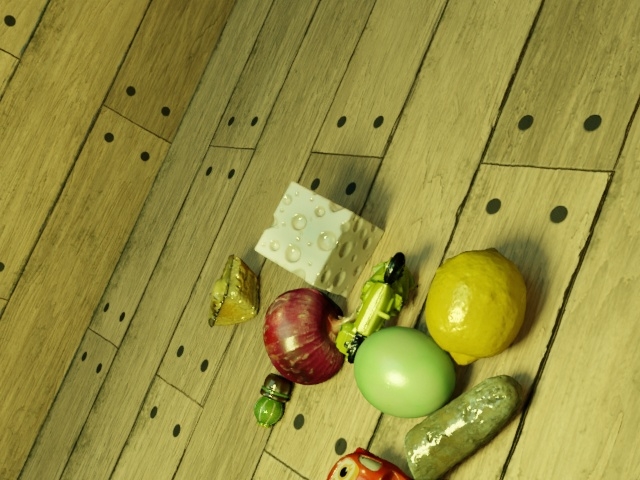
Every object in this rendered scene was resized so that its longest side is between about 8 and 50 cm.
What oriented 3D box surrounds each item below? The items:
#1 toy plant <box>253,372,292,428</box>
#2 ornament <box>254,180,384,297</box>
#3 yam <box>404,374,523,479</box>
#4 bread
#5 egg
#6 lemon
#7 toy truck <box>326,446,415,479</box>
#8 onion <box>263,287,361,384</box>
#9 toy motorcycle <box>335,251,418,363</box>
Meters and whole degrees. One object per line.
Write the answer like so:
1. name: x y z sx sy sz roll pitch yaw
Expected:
1. toy plant: -0.148 0.492 2.134 0.093 0.093 0.162 9 76 51
2. ornament: 0.000 0.000 2.093 0.240 0.240 0.239 30 93 30
3. yam: 0.323 0.424 1.595 0.330 0.133 0.133 -43 41 19
4. bread: -0.298 0.177 2.459 0.262 0.163 0.204 128 147 -52
5. egg: 0.205 0.325 1.718 0.270 0.220 0.220 20 84 49
6. lemon: 0.363 0.153 1.641 0.234 0.234 0.288 14 87 52
7. toy truck: 0.122 0.600 1.597 0.265 0.239 0.189 24 79 19
8. onion: -0.050 0.290 2.028 0.272 0.256 0.230 -48 22 43
9. toy motorcycle: 0.157 0.180 1.915 0.142 0.206 0.342 27 100 22
